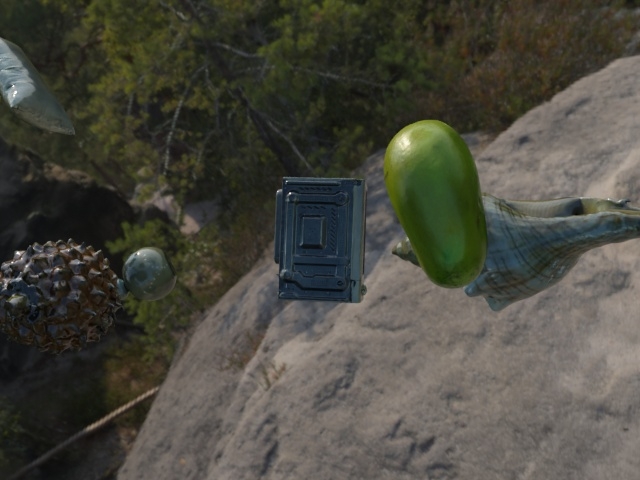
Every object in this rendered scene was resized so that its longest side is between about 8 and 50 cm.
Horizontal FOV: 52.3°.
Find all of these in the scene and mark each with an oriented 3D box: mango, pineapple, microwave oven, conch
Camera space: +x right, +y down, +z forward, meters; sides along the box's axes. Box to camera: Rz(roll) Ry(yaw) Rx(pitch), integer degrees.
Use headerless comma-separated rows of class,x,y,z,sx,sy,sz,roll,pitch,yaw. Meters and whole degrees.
mango,0.114,-0.036,0.642,0.089,0.163,0.117,-12,11,7
pineapple,-0.350,0.076,0.857,0.166,0.193,0.166,0,92,7
microwave oven,0.000,0.000,1.312,0.193,0.145,0.241,2,89,5
conch,0.282,0.011,0.916,0.386,0.170,0.203,7,32,24

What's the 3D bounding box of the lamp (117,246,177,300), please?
lamp,-0.326,0.074,1.094,0.163,0.091,0.091,-25,45,-6

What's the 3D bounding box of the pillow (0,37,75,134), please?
pillow,-0.583,-0.304,1.250,0.078,0.144,0.254,-42,68,7
